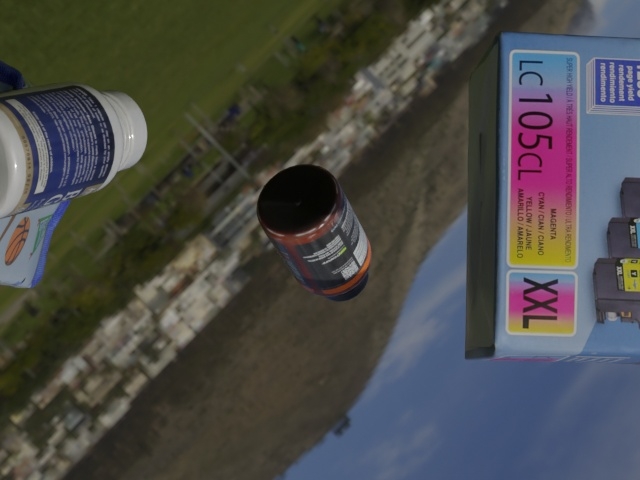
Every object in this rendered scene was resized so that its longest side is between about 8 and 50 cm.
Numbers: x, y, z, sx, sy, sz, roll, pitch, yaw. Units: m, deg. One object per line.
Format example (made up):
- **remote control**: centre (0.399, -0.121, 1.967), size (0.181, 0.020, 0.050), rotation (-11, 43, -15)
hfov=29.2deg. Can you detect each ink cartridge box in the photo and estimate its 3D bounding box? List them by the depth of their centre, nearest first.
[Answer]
- **ink cartridge box**: centre (0.330, -0.027, 1.052), size (0.151, 0.395, 0.270), rotation (134, -43, -83)

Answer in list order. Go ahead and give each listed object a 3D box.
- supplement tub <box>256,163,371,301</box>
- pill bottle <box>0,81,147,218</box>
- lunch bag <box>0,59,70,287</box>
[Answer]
- **supplement tub**: centre (0.000, 0.000, 1.485), size (0.106, 0.106, 0.198), rotation (-46, 147, -11)
- **pill bottle**: centre (-0.216, -0.076, 0.972), size (0.094, 0.094, 0.169), rotation (-40, 170, 33)
- **lunch bag**: centre (-0.447, -0.123, 1.182), size (0.328, 0.385, 0.239), rotation (71, 41, -84)
